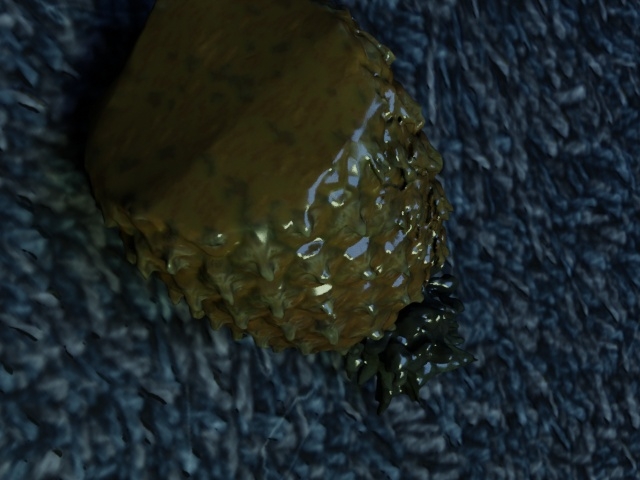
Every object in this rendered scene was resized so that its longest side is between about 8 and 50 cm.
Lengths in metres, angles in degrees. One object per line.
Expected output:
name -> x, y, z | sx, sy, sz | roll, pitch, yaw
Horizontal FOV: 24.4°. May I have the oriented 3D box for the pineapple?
pineapple -> 0.000, 0.000, 0.966 | 0.202, 0.202, 0.362 | -65, 149, -20
